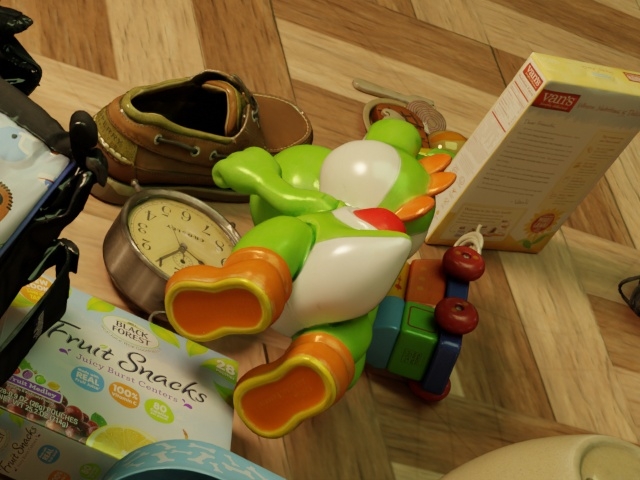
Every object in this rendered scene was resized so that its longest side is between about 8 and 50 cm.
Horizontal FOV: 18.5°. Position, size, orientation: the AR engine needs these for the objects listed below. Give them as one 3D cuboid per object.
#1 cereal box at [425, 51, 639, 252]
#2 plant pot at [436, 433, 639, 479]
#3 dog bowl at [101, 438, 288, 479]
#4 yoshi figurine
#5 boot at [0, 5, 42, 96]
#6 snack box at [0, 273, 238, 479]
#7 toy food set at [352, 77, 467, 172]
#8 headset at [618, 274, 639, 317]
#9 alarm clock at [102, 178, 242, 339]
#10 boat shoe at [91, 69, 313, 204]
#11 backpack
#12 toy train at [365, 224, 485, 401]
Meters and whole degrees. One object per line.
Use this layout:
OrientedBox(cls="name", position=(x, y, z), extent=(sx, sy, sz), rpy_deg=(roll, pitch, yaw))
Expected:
OrientedBox(cls="cereal box", position=(0.225, -0.086, 2.053), extent=(0.173, 0.240, 0.047), rpy_deg=(6, 43, -38))
OrientedBox(cls="plant pot", position=(0.210, 0.272, 1.627), extent=(0.284, 0.191, 0.284), rpy_deg=(23, 35, -18))
OrientedBox(cls="dog bowl", position=(-0.046, 0.252, 1.456), extent=(0.297, 0.166, 0.074), rpy_deg=(28, 21, -11))
OrientedBox(cls="yoshi figurine", position=(-0.017, 0.015, 1.711), extent=(0.203, 0.204, 0.362), rpy_deg=(22, 36, 11))
OrientedBox(cls="boot", position=(-0.355, -0.245, 1.759), extent=(0.207, 0.094, 0.246), rpy_deg=(48, -4, 45))
OrientedBox(cls="snack box", position=(-0.174, 0.131, 1.568), extent=(0.207, 0.070, 0.174), rpy_deg=(27, 33, -16))
OrientedBox(cls="toy food set", position=(0.108, -0.119, 2.174), extent=(0.132, 0.038, 0.192), rpy_deg=(15, 38, -28))
OrientedBox(cls="headset", position=(0.454, 0.068, 2.115), extent=(0.394, 0.185, 0.243), rpy_deg=(11, 38, -51))
OrientedBox(cls="alarm clock", position=(-0.131, 0.029, 1.744), extent=(0.129, 0.064, 0.192), rpy_deg=(25, 32, -17))
OrientedBox(cls="boat shoe", position=(-0.099, -0.105, 1.907), extent=(0.111, 0.104, 0.307), rpy_deg=(48, 34, 19))
OrientedBox(cls="backpack", position=(-0.293, 0.019, 1.374), extent=(0.213, 0.276, 0.263), rpy_deg=(28, 68, -2))
OrientedBox(cls="toy train", position=(0.078, 0.037, 1.905), extent=(0.143, 0.105, 0.248), rpy_deg=(18, 34, -3))
